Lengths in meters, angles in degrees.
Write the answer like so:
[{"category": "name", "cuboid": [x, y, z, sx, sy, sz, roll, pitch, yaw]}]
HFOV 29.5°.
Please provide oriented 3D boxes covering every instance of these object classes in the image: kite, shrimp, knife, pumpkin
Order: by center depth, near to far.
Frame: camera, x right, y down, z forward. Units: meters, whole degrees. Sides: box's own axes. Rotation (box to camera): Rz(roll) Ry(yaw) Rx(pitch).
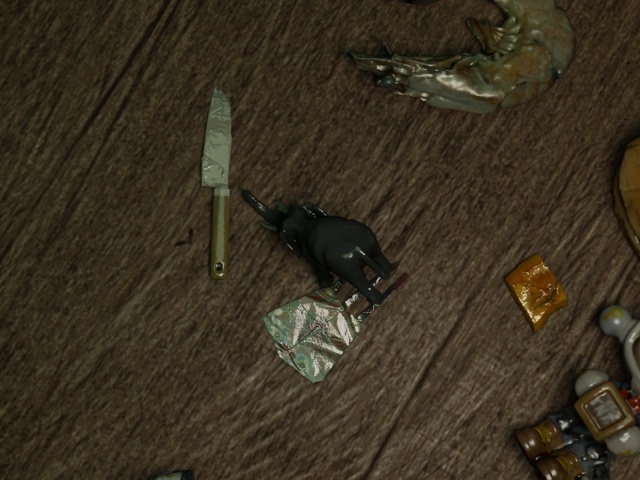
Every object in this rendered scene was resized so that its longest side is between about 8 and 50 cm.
[{"category": "kite", "cuboid": [0.026, 0.099, 1.824, 0.229, 0.016, 0.127, -43, 91, -6]}, {"category": "knife", "cuboid": [-0.157, -0.089, 1.829, 0.047, 0.017, 0.297, 2, 85, 3]}, {"category": "pumpkin", "cuboid": [0.327, 0.079, 1.834, 0.073, 0.035, 0.101, -34, 90, -3]}, {"category": "shrimp", "cuboid": [0.211, -0.307, 1.847, 0.360, 0.085, 0.247, -7, 76, -7]}]

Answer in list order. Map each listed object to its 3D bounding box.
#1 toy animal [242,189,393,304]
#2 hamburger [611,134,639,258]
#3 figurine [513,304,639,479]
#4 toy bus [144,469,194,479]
[{"category": "toy animal", "cuboid": [0.002, 0.005, 1.775, 0.269, 0.137, 0.082, 25, 69, 43]}, {"category": "hamburger", "cuboid": [0.585, -0.078, 1.812, 0.283, 0.144, 0.259, -32, 84, -11]}, {"category": "figurine", "cuboid": [0.465, 0.218, 1.759, 0.382, 0.186, 0.261, -31, 76, 0]}, {"category": "toy bus", "cuboid": [-0.222, 0.426, 1.744, 0.089, 0.087, 0.194, 1, 86, 6]}]
